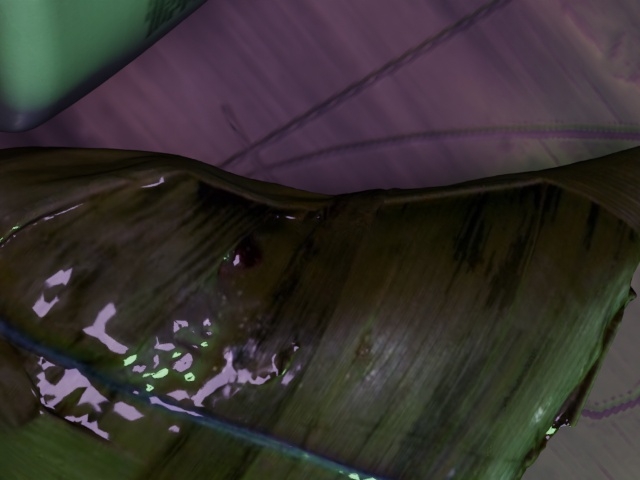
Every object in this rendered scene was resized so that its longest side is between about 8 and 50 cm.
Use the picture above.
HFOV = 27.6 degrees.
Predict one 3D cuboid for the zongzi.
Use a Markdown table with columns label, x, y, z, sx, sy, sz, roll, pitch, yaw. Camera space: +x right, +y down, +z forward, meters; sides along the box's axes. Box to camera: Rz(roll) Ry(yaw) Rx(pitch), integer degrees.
| label | x | y | z | sx | sy | sz | roll | pitch | yaw |
| --- | --- | --- | --- | --- | --- | --- | --- | --- | --- |
| zongzi | 0.000 | 0.000 | 0.487 | 0.251 | 0.125 | 0.274 | 39 | 81 | -23 |

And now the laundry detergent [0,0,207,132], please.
| label | x | y | z | sx | sy | sz | roll | pitch | yaw |
| --- | --- | --- | --- | --- | --- | --- | --- | --- | --- |
| laundry detergent | 0.009 | -0.227 | 0.422 | 0.125 | 0.264 | 0.398 | 42 | 68 | 12 |
